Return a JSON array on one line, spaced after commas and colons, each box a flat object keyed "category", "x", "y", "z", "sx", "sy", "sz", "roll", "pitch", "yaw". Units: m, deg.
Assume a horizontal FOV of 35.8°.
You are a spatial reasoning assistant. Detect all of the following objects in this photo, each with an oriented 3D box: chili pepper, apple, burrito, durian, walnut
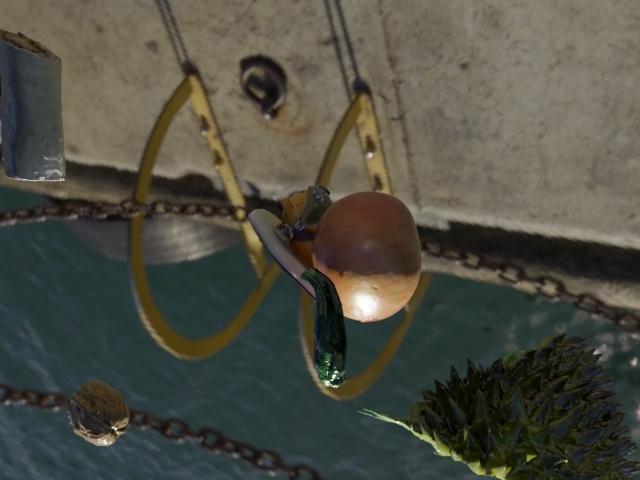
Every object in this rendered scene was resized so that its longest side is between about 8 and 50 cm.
[{"category": "chili pepper", "x": 0.008, "y": 0.131, "z": 1.468, "sx": 0.073, "sy": 0.050, "sz": 0.182, "roll": -169, "pitch": 71, "yaw": -79}, {"category": "apple", "x": 0.069, "y": 0.026, "z": 1.566, "sx": 0.164, "sy": 0.209, "sz": 0.209, "roll": -1, "pitch": 142, "yaw": -10}, {"category": "burrito", "x": -0.566, "y": -0.263, "z": 1.919, "sx": 0.143, "sy": 0.105, "sz": 0.299, "roll": 4, "pitch": 99, "yaw": 40}, {"category": "durian", "x": 0.196, "y": 0.180, "z": 0.910, "sx": 0.169, "sy": 0.157, "sz": 0.355, "roll": -24, "pitch": 160, "yaw": 22}, {"category": "walnut", "x": -0.306, "y": 0.238, "z": 1.367, "sx": 0.096, "sy": 0.079, "sz": 0.082, "roll": 29, "pitch": 175, "yaw": 42}]

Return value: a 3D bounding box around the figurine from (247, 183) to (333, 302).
[{"category": "figurine", "x": 0.000, "y": 0.000, "z": 1.774, "sx": 0.141, "sy": 0.166, "sz": 0.250, "roll": -43, "pitch": 88, "yaw": 10}]
